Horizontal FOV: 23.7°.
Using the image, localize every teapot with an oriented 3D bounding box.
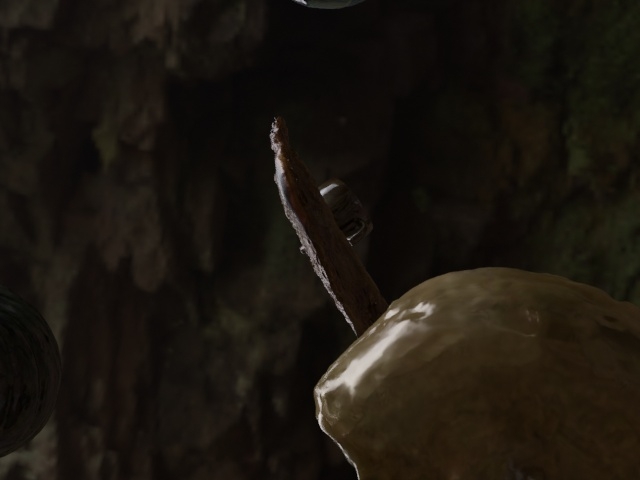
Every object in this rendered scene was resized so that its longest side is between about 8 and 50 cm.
[{"bbox_3d":[0.013,-0.019,1.685,0.068,0.121,0.076,-37,-57,-11],"label":"teapot"}]

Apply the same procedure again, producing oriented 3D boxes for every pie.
[{"bbox_3d":[0.001,0.002,1.055,0.191,0.033,0.088,61,-171,1],"label":"pie"}]

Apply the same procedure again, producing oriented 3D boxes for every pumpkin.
[{"bbox_3d":[-0.372,0.136,1.465,0.250,0.250,0.216,2,-94,-57],"label":"pumpkin"}]

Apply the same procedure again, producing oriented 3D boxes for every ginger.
[{"bbox_3d":[0.131,0.094,0.810,0.138,0.267,0.152,43,-128,-84],"label":"ginger"}]

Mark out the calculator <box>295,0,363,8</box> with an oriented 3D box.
[{"bbox_3d":[-0.072,-0.323,1.595,0.173,0.293,0.051,-41,-25,-56],"label":"calculator"}]
